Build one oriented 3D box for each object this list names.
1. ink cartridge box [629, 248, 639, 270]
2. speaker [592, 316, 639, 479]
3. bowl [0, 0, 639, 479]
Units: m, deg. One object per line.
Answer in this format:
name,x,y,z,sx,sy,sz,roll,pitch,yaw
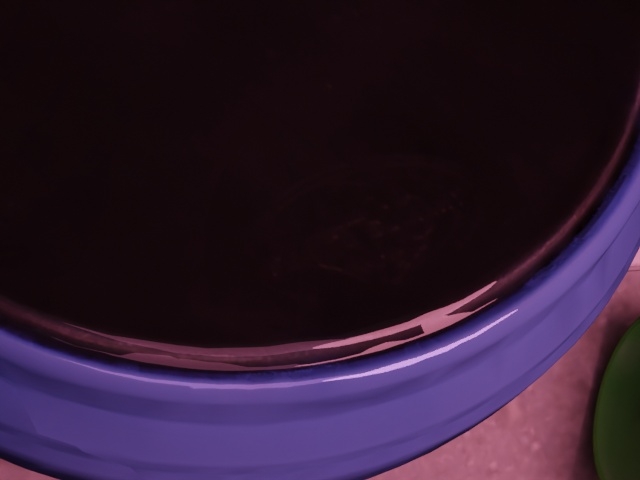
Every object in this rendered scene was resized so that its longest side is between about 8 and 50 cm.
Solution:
ink cartridge box,0.000,0.000,0.741,0.371,0.176,0.069,-3,89,-15
speaker,0.303,0.120,0.850,0.296,0.131,0.131,15,86,-15
bowl,-0.044,-0.094,0.629,0.391,0.077,0.391,4,62,-8
